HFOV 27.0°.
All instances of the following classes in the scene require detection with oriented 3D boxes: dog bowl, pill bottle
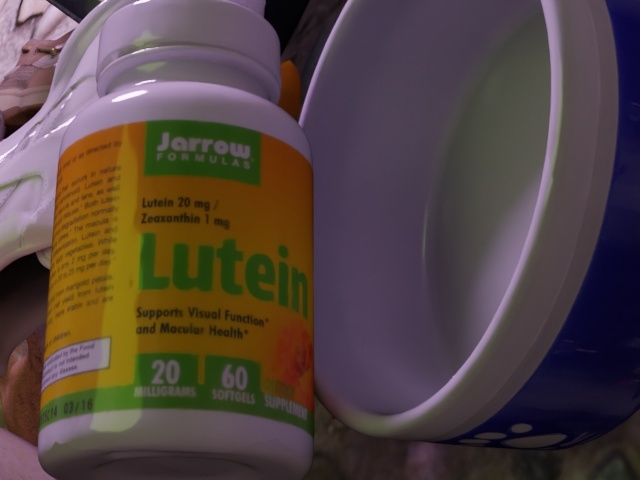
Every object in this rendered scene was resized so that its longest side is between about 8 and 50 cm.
[{"bbox_3d":[0.083,-0.028,0.674,0.265,0.104,0.264,-35,50,56],"label":"dog bowl"},{"bbox_3d":[-0.072,0.002,0.698,0.136,0.136,0.245,-21,61,42],"label":"pill bottle"}]

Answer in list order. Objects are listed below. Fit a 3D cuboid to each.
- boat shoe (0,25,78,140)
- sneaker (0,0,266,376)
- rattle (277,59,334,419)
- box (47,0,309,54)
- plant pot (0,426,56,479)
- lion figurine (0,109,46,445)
[{"bbox_3d":[-0.186,-0.133,1.107,0.341,0.122,0.110,6,74,53],"label":"boat shoe"},{"bbox_3d":[-0.132,-0.040,0.828,0.305,0.114,0.152,-45,55,-6],"label":"sneaker"},{"bbox_3d":[0.000,0.000,0.813,0.143,0.130,0.200,-44,38,-5],"label":"rattle"},{"bbox_3d":[-0.122,-0.316,0.986,0.296,0.183,0.294,37,106,27],"label":"box"},{"bbox_3d":[-0.199,0.237,0.739,0.334,0.305,0.333,-29,49,38],"label":"plant pot"},{"bbox_3d":[-0.214,0.054,1.007,0.240,0.142,0.392,117,146,-45],"label":"lion figurine"}]
